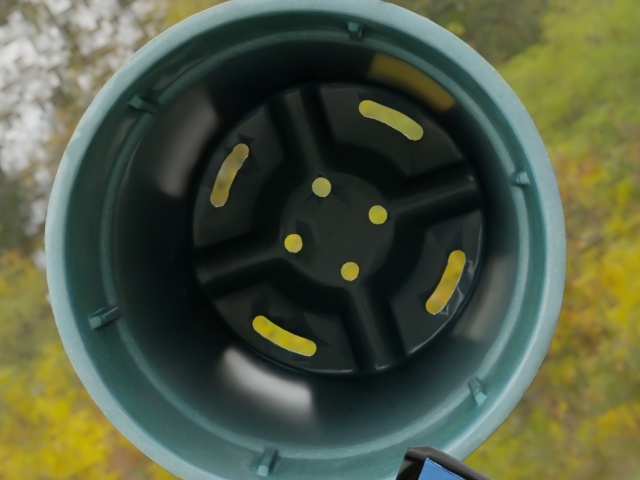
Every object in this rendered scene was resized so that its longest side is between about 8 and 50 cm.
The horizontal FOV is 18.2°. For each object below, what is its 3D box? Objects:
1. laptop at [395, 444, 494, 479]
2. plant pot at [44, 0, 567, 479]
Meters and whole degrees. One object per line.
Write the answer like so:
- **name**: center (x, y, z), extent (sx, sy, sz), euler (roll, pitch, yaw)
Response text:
- **laptop**: center (0.087, 0.272, 0.970), extent (0.264, 0.137, 0.234), euler (-102, 28, -65)
- **plant pot**: center (0.000, 0.000, 1.459), extent (0.341, 0.341, 0.334), euler (-31, 0, 5)
